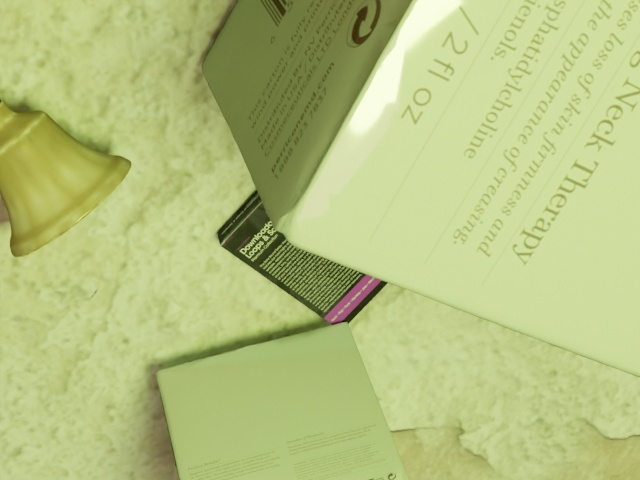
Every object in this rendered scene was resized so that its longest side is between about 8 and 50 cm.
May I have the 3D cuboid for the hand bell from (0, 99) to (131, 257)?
[{"bbox_3d":[-0.278,-0.117,1.066,0.126,0.126,0.242,-36,108,5],"label":"hand bell"}]

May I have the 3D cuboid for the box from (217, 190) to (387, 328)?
[{"bbox_3d":[0.000,0.000,1.229,0.162,0.029,0.116,37,104,-30],"label":"box"}]

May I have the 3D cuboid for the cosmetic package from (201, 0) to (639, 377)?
[{"bbox_3d":[0.173,-0.140,1.027,0.394,0.327,0.329,21,110,-25],"label":"cosmetic package"}]

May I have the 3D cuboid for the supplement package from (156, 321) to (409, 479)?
[{"bbox_3d":[-0.033,0.216,1.221,0.194,0.203,0.149,-14,133,-7],"label":"supplement package"}]
